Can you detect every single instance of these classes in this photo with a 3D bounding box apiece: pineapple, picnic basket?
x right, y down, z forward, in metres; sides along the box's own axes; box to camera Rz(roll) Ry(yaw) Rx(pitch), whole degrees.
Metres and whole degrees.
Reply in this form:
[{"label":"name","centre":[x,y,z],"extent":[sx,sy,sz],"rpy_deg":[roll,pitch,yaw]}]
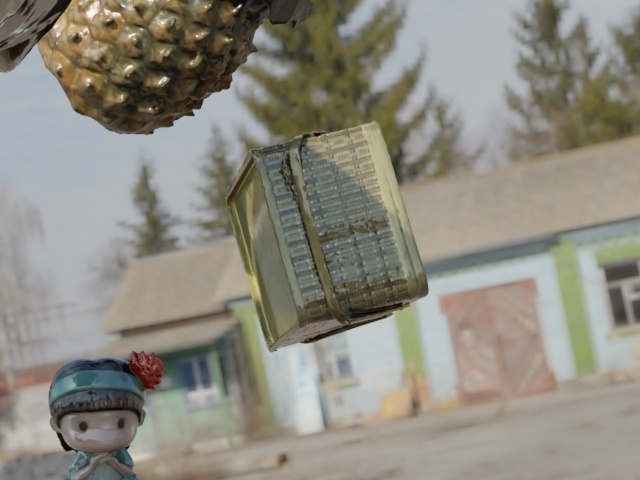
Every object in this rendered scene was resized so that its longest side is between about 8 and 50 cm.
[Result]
[{"label":"pineapple","centre":[-0.048,-0.164,0.965],"extent":[0.251,0.125,0.125],"rpy_deg":[-32,-12,21]},{"label":"picnic basket","centre":[0.000,0.000,1.002],"extent":[0.080,0.115,0.164],"rpy_deg":[-14,-5,-12]}]

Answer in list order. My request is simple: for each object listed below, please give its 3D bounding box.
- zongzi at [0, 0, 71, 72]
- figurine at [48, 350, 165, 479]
[{"label":"zongzi","centre":[-0.106,-0.161,0.576],"extent":[0.432,0.207,0.403],"rpy_deg":[2,-6,25]},{"label":"figurine","centre":[-0.110,0.109,0.846],"extent":[0.060,0.106,0.047],"rpy_deg":[-2,14,-11]}]
